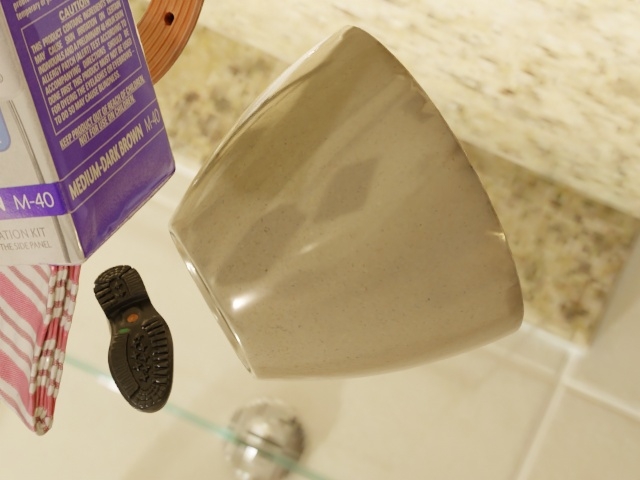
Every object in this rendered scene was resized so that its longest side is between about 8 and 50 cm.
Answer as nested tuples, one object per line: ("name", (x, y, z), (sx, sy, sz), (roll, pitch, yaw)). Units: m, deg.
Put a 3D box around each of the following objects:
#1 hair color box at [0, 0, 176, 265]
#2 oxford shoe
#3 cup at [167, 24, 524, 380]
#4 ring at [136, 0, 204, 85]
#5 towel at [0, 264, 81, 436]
("hair color box", (-0.201, -0.154, 0.537), (0.185, 0.338, 0.110), (-4, -156, 23))
("oxford shoe", (-0.218, 0.135, 1.591), (0.227, 0.083, 0.096), (-111, 4, -46))
("cup", (0.000, 0.000, 1.198), (0.331, 0.237, 0.331), (58, 170, 16))
("ring", (-0.238, -0.304, 1.340), (0.337, 0.336, 0.032), (20, -165, 32))
("towel", (-0.220, 0.022, 0.911), (0.029, 0.197, 0.144), (-2, -158, -40))
